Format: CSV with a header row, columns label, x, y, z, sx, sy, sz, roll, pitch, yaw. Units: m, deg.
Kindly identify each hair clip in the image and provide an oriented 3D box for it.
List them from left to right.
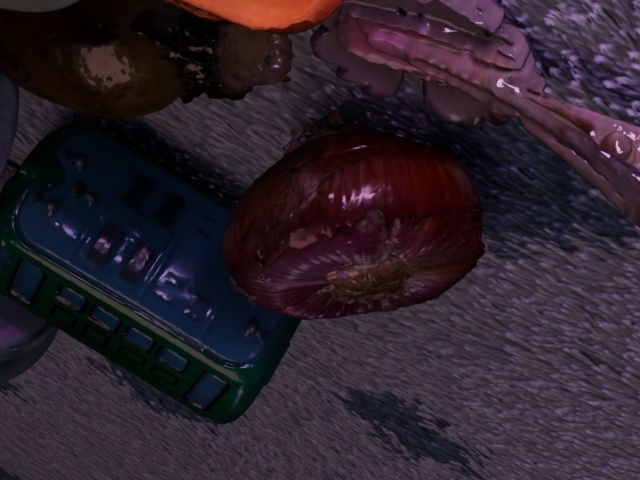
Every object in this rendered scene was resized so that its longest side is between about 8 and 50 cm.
label,x,y,z,sx,sy,sz,roll,pitch,yaw
hair clip,0.129,-0.107,1.124,0.300,0.069,0.173,32,157,17

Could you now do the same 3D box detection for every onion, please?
label,x,y,z,sx,sy,sz,roll,pitch,yaw
onion,0.023,-0.027,1.319,0.230,0.163,0.230,-13,156,-6

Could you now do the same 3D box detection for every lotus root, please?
label,x,y,z,sx,sy,sz,roll,pitch,yaw
lotus root,-0.169,-0.178,1.190,0.314,0.169,0.141,14,137,33

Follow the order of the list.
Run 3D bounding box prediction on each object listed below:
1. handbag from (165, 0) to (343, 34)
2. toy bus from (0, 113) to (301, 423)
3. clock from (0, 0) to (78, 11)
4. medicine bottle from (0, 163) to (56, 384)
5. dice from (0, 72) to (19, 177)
label,x,y,z,sx,sy,sz,roll,pitch,yaw
handbag,-0.122,-0.306,0.798,0.410,0.116,0.304,24,116,8
toy bus,-0.175,0.027,1.573,0.343,0.184,0.199,31,160,-5
clock,-0.267,-0.302,1.048,0.324,0.108,0.265,17,135,38
medicine bottle,-0.417,0.061,1.846,0.245,0.245,0.290,30,157,-3
dice,-0.482,-0.135,1.300,0.330,0.328,0.348,40,177,28
